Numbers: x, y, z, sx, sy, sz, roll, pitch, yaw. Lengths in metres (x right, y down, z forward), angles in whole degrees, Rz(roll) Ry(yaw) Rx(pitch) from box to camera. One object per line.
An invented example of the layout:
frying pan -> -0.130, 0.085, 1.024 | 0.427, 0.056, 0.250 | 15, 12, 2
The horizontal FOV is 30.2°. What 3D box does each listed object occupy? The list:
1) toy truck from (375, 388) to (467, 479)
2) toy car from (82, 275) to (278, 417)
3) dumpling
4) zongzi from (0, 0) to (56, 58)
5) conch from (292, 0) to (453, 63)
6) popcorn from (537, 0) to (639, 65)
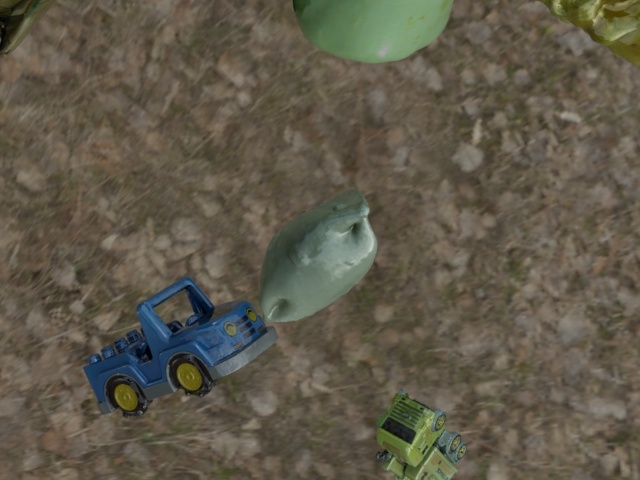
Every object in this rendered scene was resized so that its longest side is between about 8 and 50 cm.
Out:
toy truck -> 0.131, 0.279, 1.592 | 0.100, 0.077, 0.169 | -56, 146, -14
toy car -> -0.142, 0.097, 1.125 | 0.097, 0.191, 0.100 | -35, 102, -56
dumpling -> -0.008, 0.002, 1.427 | 0.105, 0.216, 0.149 | 11, 48, -38
zongzi -> -0.302, -0.339, 0.882 | 0.447, 0.418, 0.181 | 16, 59, -47
conch -> 0.055, -0.259, 0.978 | 0.137, 0.251, 0.143 | 14, 48, 2
popcorn -> 0.398, -0.396, 1.529 | 0.334, 0.293, 0.292 | 27, 99, -36
